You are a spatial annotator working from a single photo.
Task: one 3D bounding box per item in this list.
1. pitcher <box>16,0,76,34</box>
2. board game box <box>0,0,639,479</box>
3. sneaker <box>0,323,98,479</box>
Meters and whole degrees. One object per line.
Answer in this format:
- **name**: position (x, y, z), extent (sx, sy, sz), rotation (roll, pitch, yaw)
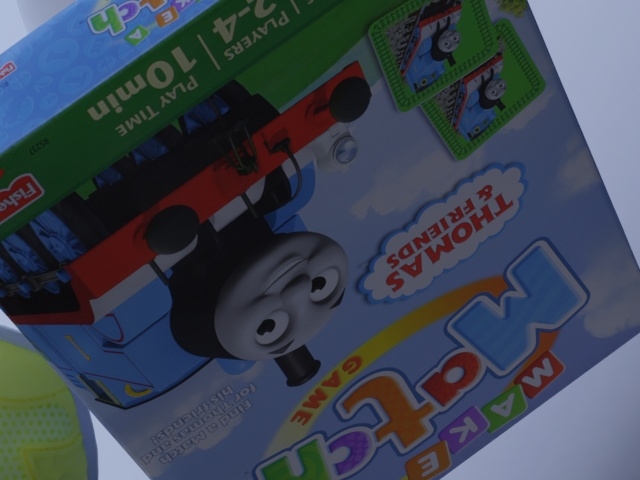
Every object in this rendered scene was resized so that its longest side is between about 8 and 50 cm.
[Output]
- **pitcher**: position (-0.021, -0.076, 0.722), extent (0.125, 0.178, 0.207), rotation (-53, -51, -59)
- **board game box**: position (0.000, 0.000, 0.525), extent (0.160, 0.039, 0.211), rotation (-36, -43, -3)
- **sneaker**: position (-0.153, 0.182, 0.502), extent (0.147, 0.145, 0.384), rotation (-33, 27, 55)
